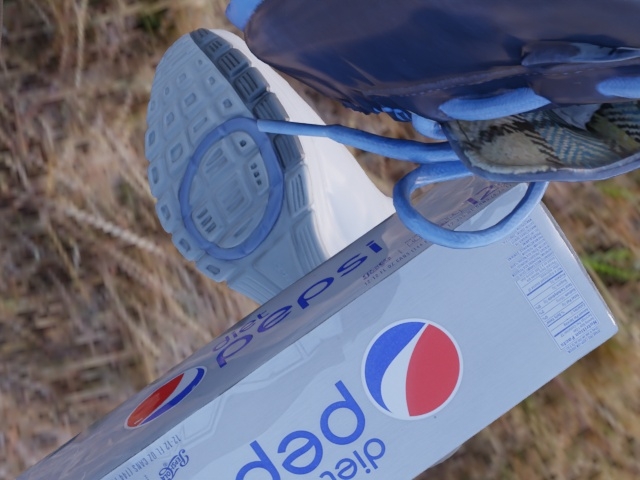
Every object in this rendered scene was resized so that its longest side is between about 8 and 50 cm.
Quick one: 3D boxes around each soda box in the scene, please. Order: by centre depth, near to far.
[{"bbox_3d":[-0.006,0.080,0.939,0.286,0.098,0.091,-35,103,-3],"label":"soda box"}]

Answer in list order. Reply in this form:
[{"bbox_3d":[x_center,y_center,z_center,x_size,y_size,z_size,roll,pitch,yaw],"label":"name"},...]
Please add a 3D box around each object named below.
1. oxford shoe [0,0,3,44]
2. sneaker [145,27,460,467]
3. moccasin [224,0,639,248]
[{"bbox_3d":[-0.261,-0.160,1.367,0.076,0.076,0.212,1,128,-1],"label":"oxford shoe"},{"bbox_3d":[0.000,0.000,1.197,0.111,0.129,0.297,-33,89,29],"label":"sneaker"},{"bbox_3d":[0.052,-0.059,0.536,0.138,0.342,0.117,-41,95,-1],"label":"moccasin"}]
